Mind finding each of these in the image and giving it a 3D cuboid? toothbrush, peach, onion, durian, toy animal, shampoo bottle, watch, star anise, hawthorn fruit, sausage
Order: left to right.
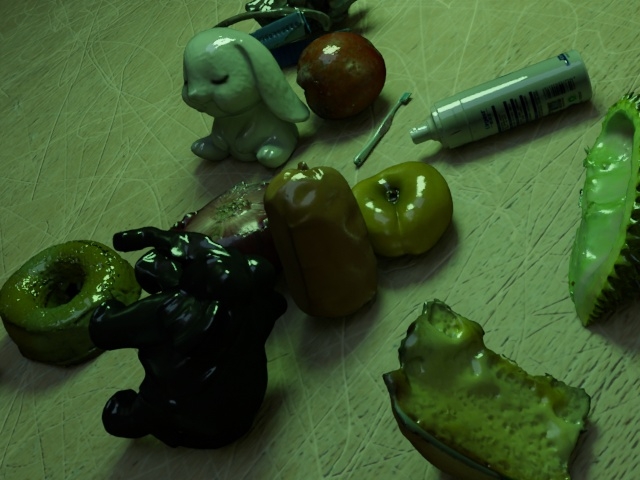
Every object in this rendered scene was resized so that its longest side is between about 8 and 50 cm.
[{"bbox_3d":[-0.171,-0.292,1.536,0.272,0.265,0.206,9,52,37],"label":"toy animal"},{"bbox_3d":[-0.133,-0.003,1.308,0.248,0.161,0.248,-8,43,8],"label":"onion"},{"bbox_3d":[-0.099,-0.401,1.644,0.275,0.068,0.276,-6,4,23],"label":"watch"},{"bbox_3d":[-0.038,-0.512,1.759,0.360,0.139,0.316,-17,0,37],"label":"star anise"},{"bbox_3d":[-0.001,0.000,1.180,0.136,0.241,0.120,-27,18,-19],"label":"sausage"},{"bbox_3d":[0.040,-0.321,1.524,0.173,0.172,0.172,-15,43,15],"label":"hawthorn fruit"},{"bbox_3d":[0.116,-0.212,1.486,0.022,0.017,0.204,-3,44,53],"label":"toothbrush"},{"bbox_3d":[0.123,-0.047,1.254,0.179,0.103,0.179,-14,46,16],"label":"peach"},{"bbox_3d":[0.299,-0.229,1.347,0.304,0.092,0.092,-19,42,11],"label":"shampoo bottle"},{"bbox_3d":[0.415,-0.068,1.082,0.170,0.157,0.355,-18,40,37],"label":"durian"}]

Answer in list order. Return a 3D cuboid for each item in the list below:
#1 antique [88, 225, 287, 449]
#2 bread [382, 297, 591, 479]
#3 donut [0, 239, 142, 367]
[{"bbox_3d":[-0.183,0.142,1.128,0.255,0.322,0.185,3,10,36],"label":"antique"},{"bbox_3d":[0.179,0.202,0.954,0.252,0.133,0.174,30,61,-5],"label":"bread"},{"bbox_3d":[-0.461,0.102,1.424,0.272,0.107,0.272,-14,45,14],"label":"donut"}]
